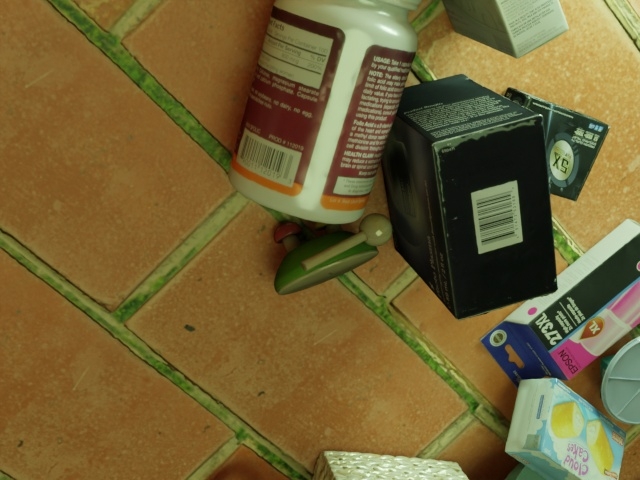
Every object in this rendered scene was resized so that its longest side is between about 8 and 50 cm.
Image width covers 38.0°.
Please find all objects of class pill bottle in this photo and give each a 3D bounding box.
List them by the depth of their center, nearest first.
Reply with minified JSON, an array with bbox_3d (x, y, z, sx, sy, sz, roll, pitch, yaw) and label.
[{"bbox_3d":[0.014,-0.243,1.393,0.224,0.224,0.392,11,108,-21],"label":"pill bottle"}]

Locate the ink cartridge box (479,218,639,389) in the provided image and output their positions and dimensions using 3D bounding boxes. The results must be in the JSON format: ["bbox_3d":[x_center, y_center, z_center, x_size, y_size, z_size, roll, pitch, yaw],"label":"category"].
[{"bbox_3d":[0.501,0.140,1.788,0.371,0.069,0.175,-38,117,3],"label":"ink cartridge box"}]

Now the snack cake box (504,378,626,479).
[{"bbox_3d":[0.482,0.393,1.813,0.264,0.089,0.152,36,58,-32],"label":"snack cake box"}]

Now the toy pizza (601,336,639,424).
[{"bbox_3d":[0.636,0.268,1.827,0.201,0.032,0.201,-6,111,-15],"label":"toy pizza"}]

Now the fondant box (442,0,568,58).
[{"bbox_3d":[0.220,-0.451,1.366,0.096,0.238,0.330,-29,116,-3],"label":"fondant box"}]

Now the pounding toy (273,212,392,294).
[{"bbox_3d":[0.000,0.000,1.523,0.183,0.237,0.110,-20,81,-21],"label":"pounding toy"}]

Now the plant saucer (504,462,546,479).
[{"bbox_3d":[0.403,0.574,1.862,0.318,0.044,0.317,-15,109,-49],"label":"plant saucer"}]

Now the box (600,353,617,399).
[{"bbox_3d":[0.694,0.266,1.895,0.244,0.060,0.100,-13,114,-12],"label":"box"}]

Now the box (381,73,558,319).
[{"bbox_3d":[0.221,-0.078,1.482,0.183,0.294,0.296,-15,114,-9],"label":"box"}]

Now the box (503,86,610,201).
[{"bbox_3d":[0.387,-0.167,1.619,0.180,0.077,0.147,16,106,-22],"label":"box"}]

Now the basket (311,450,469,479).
[{"bbox_3d":[0.130,0.601,1.740,0.332,0.266,0.328,9,108,-21],"label":"basket"}]
